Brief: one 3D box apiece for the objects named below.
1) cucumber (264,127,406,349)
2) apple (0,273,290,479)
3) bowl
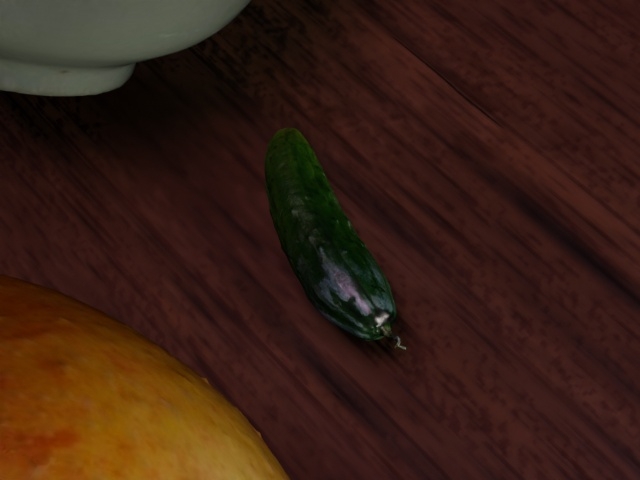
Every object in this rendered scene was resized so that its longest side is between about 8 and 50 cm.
[{"bbox_3d":[0.000,0.000,0.975,0.039,0.039,0.168,-28,47,2],"label":"cucumber"},{"bbox_3d":[-0.141,0.162,0.769,0.299,0.275,0.299,-9,59,15],"label":"apple"},{"bbox_3d":[-0.151,-0.167,1.057,0.289,0.146,0.289,13,24,-6],"label":"bowl"}]
